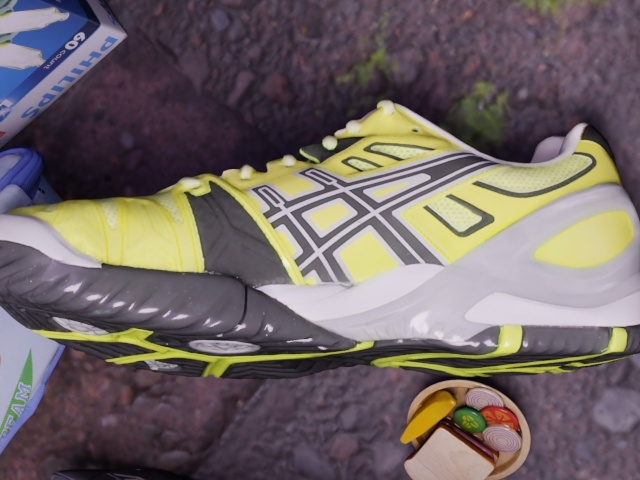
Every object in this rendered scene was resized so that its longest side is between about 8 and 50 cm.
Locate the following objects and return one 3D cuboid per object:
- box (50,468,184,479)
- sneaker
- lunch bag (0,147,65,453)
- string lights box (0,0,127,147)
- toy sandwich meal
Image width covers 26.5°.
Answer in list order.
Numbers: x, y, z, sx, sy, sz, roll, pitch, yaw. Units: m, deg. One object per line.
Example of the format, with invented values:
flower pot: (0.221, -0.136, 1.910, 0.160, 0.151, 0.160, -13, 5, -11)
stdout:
box: (-0.047, 0.330, 0.750, 0.395, 0.097, 0.318, 12, 94, 49)
sneaker: (0.000, 0.000, 0.781, 0.385, 0.145, 0.147, 3, 76, -16)
lunch bag: (-0.281, 0.079, 0.808, 0.243, 0.303, 0.115, -12, 122, 33)
string lights box: (-0.238, -0.133, 0.827, 0.133, 0.260, 0.076, -39, 78, 13)
toy sandwich meal: (0.086, 0.123, 0.830, 0.086, 0.029, 0.085, 9, 122, 15)
